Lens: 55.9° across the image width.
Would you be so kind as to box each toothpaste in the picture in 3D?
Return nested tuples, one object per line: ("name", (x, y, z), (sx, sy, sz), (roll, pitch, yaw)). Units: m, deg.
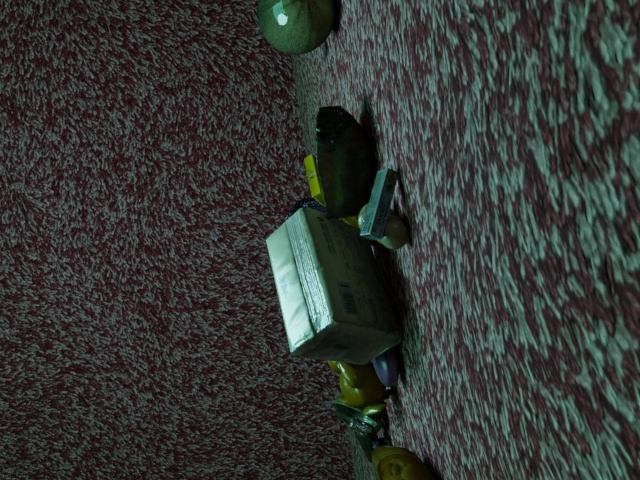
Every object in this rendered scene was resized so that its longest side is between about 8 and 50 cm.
("toothpaste", (0.133, -0.084, 1.362), (0.046, 0.034, 0.164), (-8, 63, 62))

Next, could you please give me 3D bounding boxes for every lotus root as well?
("lotus root", (0.067, -0.244, 1.669), (0.267, 0.150, 0.260), (-91, -4, -49))

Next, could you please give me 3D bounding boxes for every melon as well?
("melon", (-0.073, -0.709, 1.863), (0.329, 0.249, 0.248), (-156, 57, -81))

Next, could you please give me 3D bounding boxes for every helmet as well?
("helmet", (0.156, 0.603, 2.246), (0.137, 0.204, 0.257), (-60, -19, -27))

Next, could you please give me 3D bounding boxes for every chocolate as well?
("chocolate", (0.181, 0.765, 2.276), (0.065, 0.103, 0.329), (-58, -32, -28))

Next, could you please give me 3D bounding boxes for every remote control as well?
("remote control", (0.246, 0.780, 2.082), (0.266, 0.066, 0.090), (-121, 8, -66))

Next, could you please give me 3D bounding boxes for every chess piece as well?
("chess piece", (0.157, -0.028, 1.415), (0.170, 0.094, 0.094), (-131, 31, -66))

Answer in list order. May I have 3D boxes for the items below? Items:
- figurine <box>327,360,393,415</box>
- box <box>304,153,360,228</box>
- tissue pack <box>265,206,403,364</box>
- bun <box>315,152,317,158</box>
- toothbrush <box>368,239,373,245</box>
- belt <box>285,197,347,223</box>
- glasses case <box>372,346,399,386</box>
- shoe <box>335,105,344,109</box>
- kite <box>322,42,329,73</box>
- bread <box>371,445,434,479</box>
("figurine", (0.122, 0.424, 1.910), (0.215, 0.215, 0.228), (-130, 36, -81))
("box", (0.048, -0.145, 1.884), (0.269, 0.043, 0.152), (33, -144, -48))
("tissue pack", (0.035, 0.132, 1.675), (0.207, 0.297, 0.380), (-39, 49, 30))
("bun", (0.031, -0.278, 2.135), (0.222, 0.128, 0.222), (170, 90, -88))
("toothbrush", (0.160, -0.013, 1.752), (0.288, 0.024, 0.021), (115, 143, -78))
("belt", (0.000, 0.000, 2.248), (0.122, 0.260, 0.324), (-96, -2, -73))
("glasses case", (0.175, 0.290, 1.805), (0.316, 0.076, 0.123), (-104, 8, -46))
("shoe", (0.065, -0.368, 1.970), (0.053, 0.062, 0.159), (84, 171, -56))
("kite", (0.018, -0.684, 2.233), (0.137, 0.005, 0.152), (121, 140, -87))
("bread", (0.233, 0.690, 1.509), (0.328, 0.148, 0.336), (-130, 29, -89))
